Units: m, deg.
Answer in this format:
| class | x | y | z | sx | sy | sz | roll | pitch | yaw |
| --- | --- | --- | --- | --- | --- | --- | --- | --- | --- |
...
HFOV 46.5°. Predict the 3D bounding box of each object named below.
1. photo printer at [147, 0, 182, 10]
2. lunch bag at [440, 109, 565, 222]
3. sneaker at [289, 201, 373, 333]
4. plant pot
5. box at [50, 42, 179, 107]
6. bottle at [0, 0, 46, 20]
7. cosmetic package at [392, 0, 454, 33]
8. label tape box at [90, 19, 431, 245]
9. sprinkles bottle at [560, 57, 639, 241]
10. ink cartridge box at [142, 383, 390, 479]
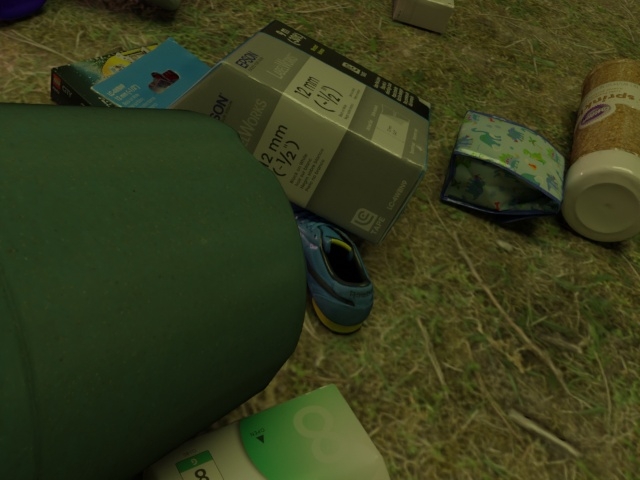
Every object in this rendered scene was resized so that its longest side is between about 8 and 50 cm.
| class | x | y | z | sx | sy | sz | roll | pitch | yaw |
| --- | --- | --- | --- | --- | --- | --- | --- | --- | --- |
| photo printer | -0.272 | -0.527 | 1.075 | 0.256 | 0.307 | 0.107 | 21 | -3 | -20 |
| lunch bag | 0.248 | -0.095 | 0.993 | 0.151 | 0.096 | 0.129 | 15 | 41 | 9 |
| sneaker | 0.000 | 0.000 | 0.812 | 0.069 | 0.082 | 0.209 | -10 | 49 | -27 |
| plant pot | -0.207 | 0.046 | 0.509 | 0.341 | 0.341 | 0.334 | 42 | 34 | 22 |
| box | -0.196 | -0.151 | 0.916 | 0.233 | 0.044 | 0.159 | 41 | 46 | 21 |
| bottle | -0.506 | -0.406 | 1.023 | 0.283 | 0.092 | 0.118 | 34 | 43 | 15 |
| cosmetic package | 0.190 | -0.476 | 1.388 | 0.099 | 0.060 | 0.239 | 14 | 43 | -5 |
| label tape box | -0.046 | -0.164 | 0.867 | 0.348 | 0.115 | 0.249 | 29 | 27 | -5 |
| sprinkles bottle | 0.432 | -0.145 | 1.097 | 0.121 | 0.121 | 0.355 | 25 | 42 | 5 |
| ink cartridge box | -0.011 | 0.238 | 0.583 | 0.181 | 0.056 | 0.224 | -15 | 51 | -32 |
